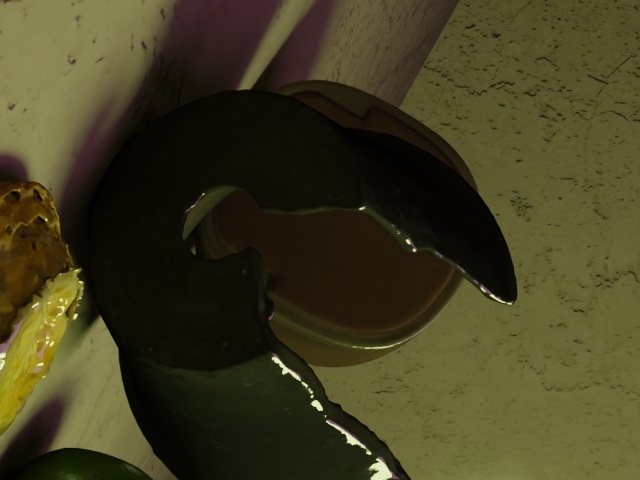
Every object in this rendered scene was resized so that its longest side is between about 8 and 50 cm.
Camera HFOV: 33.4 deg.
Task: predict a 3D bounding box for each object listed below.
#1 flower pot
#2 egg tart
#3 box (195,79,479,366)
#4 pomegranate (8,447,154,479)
[{"bbox_3d":[-0.049,0.028,0.873,0.379,0.379,0.251,-60,154,-9],"label":"flower pot"},{"bbox_3d":[-0.200,0.051,0.631,0.191,0.074,0.191,-62,175,-10],"label":"egg tart"},{"bbox_3d":[0.000,0.000,1.182,0.301,0.301,0.216,-59,-177,-24],"label":"box"},{"bbox_3d":[-0.258,0.295,1.006,0.241,0.159,0.190,-30,154,-18],"label":"pomegranate"}]
